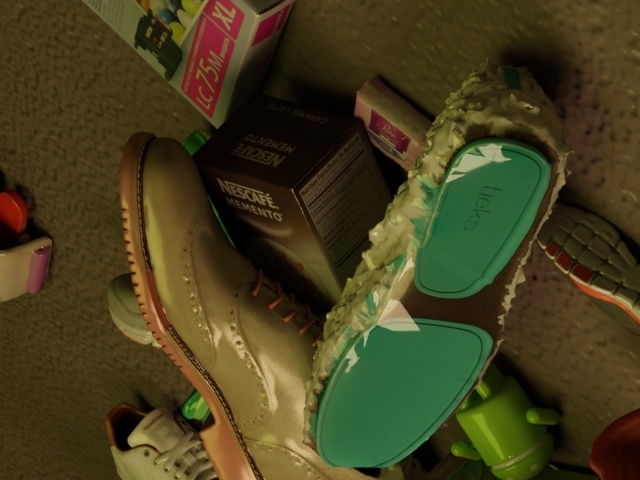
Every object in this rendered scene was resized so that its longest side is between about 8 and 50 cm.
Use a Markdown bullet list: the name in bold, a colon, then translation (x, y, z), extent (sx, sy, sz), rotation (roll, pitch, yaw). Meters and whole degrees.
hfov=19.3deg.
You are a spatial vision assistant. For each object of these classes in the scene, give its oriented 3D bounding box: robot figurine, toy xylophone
- **robot figurine**: translation (0.169, 0.170, 1.719), extent (0.101, 0.067, 0.115), rotation (-29, 98, 29)
- **toy xylophone**: translation (-0.456, -0.064, 2.294), extent (0.322, 0.081, 0.236), rotation (47, 149, 8)

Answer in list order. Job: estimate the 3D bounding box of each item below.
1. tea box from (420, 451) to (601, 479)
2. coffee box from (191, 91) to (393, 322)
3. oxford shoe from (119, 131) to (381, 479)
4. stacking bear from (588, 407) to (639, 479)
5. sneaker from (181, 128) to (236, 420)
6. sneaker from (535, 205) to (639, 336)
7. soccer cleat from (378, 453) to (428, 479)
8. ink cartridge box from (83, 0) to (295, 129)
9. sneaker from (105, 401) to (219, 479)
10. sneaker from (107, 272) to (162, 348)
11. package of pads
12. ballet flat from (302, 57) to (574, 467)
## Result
- **tea box**: translation (0.223, 0.401, 1.741), extent (0.323, 0.220, 0.329), rotation (4, 126, 53)
- **coffee box**: translation (0.000, 0.000, 1.704), extent (0.141, 0.098, 0.246), rotation (17, 144, 43)
- **oxford shoe**: translation (-0.059, 0.068, 1.675), extent (0.146, 0.140, 0.397), rotation (-12, 120, 19)
- **stacking bear**: translation (0.356, 0.271, 1.496), extent (0.164, 0.175, 0.289), rotation (-29, 111, 27)
- **sneaker**: translation (-0.108, 0.037, 1.819), extent (0.109, 0.123, 0.295), rotation (152, 111, -84)
- **sneaker**: translation (0.231, 0.038, 1.507), extent (0.158, 0.061, 0.065), rotation (41, 155, 20)
- **soccer cleat**: translation (0.064, 0.235, 1.910), extent (0.143, 0.116, 0.331), rotation (14, 138, 24)
- **ink cartridge box**: translation (-0.164, -0.262, 1.717), extent (0.311, 0.065, 0.186), rotation (46, 149, 13)
- **sneaker**: translation (-0.167, 0.274, 2.239), extent (0.290, 0.106, 0.123), rotation (19, 139, 45)
- **sneaker**: translation (-0.126, 0.052, 1.981), extent (0.262, 0.099, 0.121), rotation (12, 125, 37)
- **package of pads**: translation (0.065, -0.096, 1.610), extent (0.083, 0.032, 0.050), rotation (40, 152, 21)
- **ballet flat**: translation (0.096, 0.020, 1.546), extent (0.147, 0.147, 0.409), rotation (41, 131, 17)
